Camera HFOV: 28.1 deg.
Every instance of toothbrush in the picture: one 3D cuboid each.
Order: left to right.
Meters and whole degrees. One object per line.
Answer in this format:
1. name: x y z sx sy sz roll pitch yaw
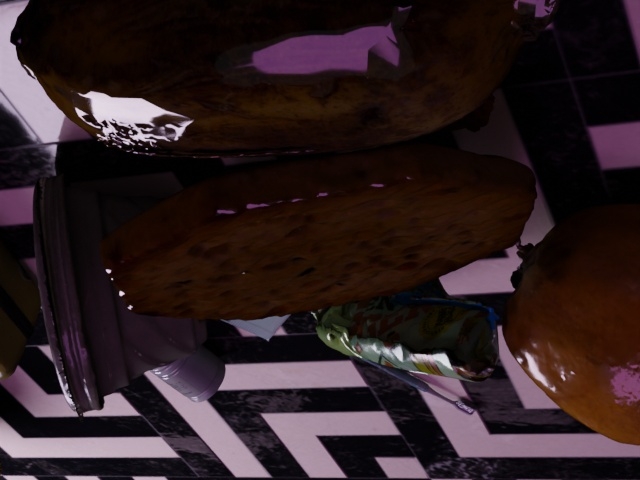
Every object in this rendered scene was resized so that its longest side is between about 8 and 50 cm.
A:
1. toothbrush: 0.105 0.154 1.404 0.167 0.011 0.014 29 138 -20

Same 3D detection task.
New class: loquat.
1. loquat: 0.257 0.068 1.078 0.234 0.187 0.176 36 157 10

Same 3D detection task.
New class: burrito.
1. burrito: 0.081 0.070 1.186 0.054 0.104 0.288 41 162 -24

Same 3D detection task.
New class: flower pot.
1. flower pot: -0.183 0.043 1.201 0.140 0.236 0.235 -8 145 -8

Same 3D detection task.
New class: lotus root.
1. lotus root: -0.021 -0.159 0.851 0.397 0.196 0.179 -1 153 20

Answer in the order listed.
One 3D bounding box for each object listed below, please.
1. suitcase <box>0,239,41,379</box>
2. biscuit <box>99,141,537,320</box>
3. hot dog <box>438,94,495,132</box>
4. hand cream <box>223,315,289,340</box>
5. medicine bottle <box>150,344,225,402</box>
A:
1. suitcase: -0.424 0.058 1.338 0.193 0.143 0.235 -2 143 21
2. biscuit: -0.001 -0.001 1.018 0.359 0.046 0.359 -11 163 -3
3. hot dog: 0.065 -0.119 0.991 0.147 0.065 0.099 1 145 37
4. hand cream: -0.049 0.029 1.253 0.109 0.067 0.321 22 149 -13
5. medicine bottle: -0.156 0.135 1.425 0.058 0.058 0.091 -18 134 37
